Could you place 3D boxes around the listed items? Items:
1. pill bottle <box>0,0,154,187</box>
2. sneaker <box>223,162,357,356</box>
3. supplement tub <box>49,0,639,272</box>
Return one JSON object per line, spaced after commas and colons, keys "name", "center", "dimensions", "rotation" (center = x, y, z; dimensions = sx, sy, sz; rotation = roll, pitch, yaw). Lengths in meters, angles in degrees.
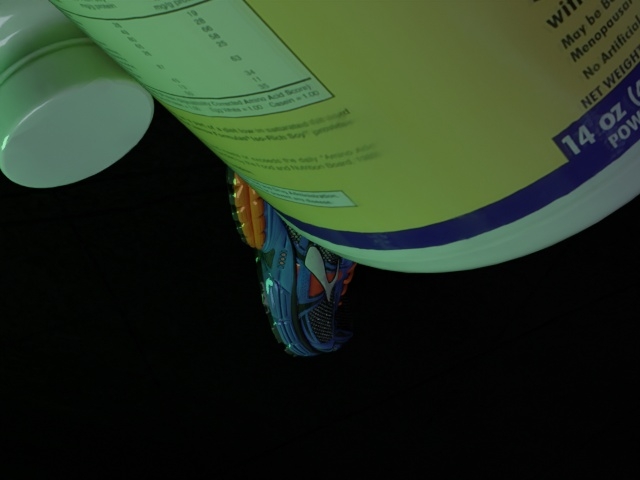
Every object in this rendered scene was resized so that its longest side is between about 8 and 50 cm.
{"name": "pill bottle", "center": [-0.139, -0.109, 0.572], "dimensions": [0.094, 0.169, 0.094], "rotation": [-25, 157, -12]}
{"name": "sneaker", "center": [0.000, 0.000, 0.807], "dimensions": [0.087, 0.083, 0.221], "rotation": [-12, 145, 2]}
{"name": "supplement tub", "center": [-0.008, -0.163, 0.460], "dimensions": [0.241, 0.241, 0.331], "rotation": [-22, 138, 26]}
